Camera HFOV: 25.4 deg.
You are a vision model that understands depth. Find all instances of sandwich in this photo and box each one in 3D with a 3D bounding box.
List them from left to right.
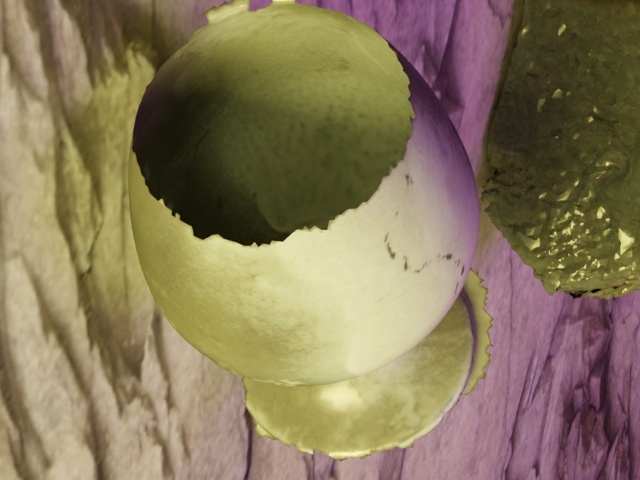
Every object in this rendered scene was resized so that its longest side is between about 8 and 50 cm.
[{"bbox_3d":[0.299,-0.094,1.410,0.131,0.262,0.326,-8,112,-55],"label":"sandwich"}]

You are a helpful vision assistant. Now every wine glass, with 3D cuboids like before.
[{"bbox_3d":[0.000,0.000,0.954,0.238,0.238,0.323,-60,159,-22],"label":"wine glass"}]
